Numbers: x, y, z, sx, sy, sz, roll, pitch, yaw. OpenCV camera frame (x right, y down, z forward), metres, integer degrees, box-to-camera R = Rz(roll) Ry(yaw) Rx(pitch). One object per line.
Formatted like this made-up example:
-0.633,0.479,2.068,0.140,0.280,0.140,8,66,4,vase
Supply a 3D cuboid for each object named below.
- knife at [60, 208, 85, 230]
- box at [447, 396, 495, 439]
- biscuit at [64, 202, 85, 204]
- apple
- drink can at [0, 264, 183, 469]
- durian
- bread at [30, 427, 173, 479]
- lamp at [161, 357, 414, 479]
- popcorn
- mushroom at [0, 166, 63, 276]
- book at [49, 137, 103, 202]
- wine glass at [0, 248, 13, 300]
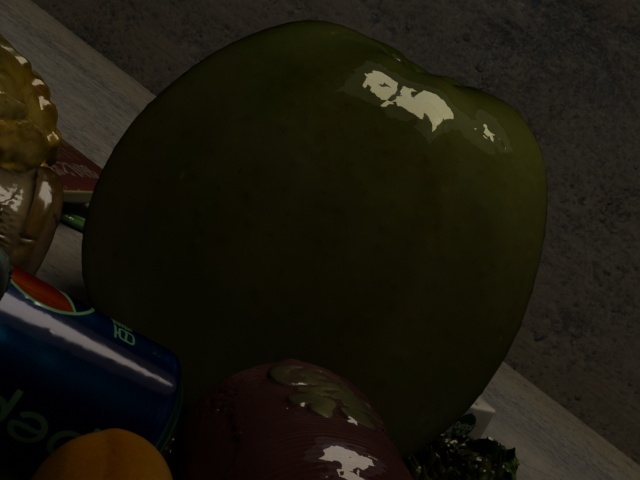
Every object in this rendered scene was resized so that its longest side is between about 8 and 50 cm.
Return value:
-0.306,-0.019,1.254,0.212,0.015,0.054,29,11,-46,knife
0.142,0.229,1.457,0.194,0.073,0.139,18,16,-40,box
-0.400,-0.103,1.284,0.221,0.029,0.142,27,13,-40,biscuit
0.000,0.000,1.024,0.474,0.473,0.473,36,7,-5,apple
-0.201,0.087,0.670,0.205,0.118,0.118,32,8,-26,drink can
0.125,0.258,1.077,0.132,0.106,0.375,46,-16,-4,durian
-0.119,0.182,0.535,0.093,0.073,0.239,-8,19,-11,bread
-0.025,0.185,0.679,0.180,0.180,0.258,34,8,-18,lamp
-0.377,-0.122,0.943,0.250,0.190,0.250,43,15,-15,popcorn
-0.385,-0.064,0.726,0.407,0.137,0.154,24,0,-33,mushroom
-0.437,-0.162,1.284,0.374,0.028,0.262,36,7,9,book
-0.325,-0.127,0.524,0.267,0.267,0.406,20,44,-66,wine glass
